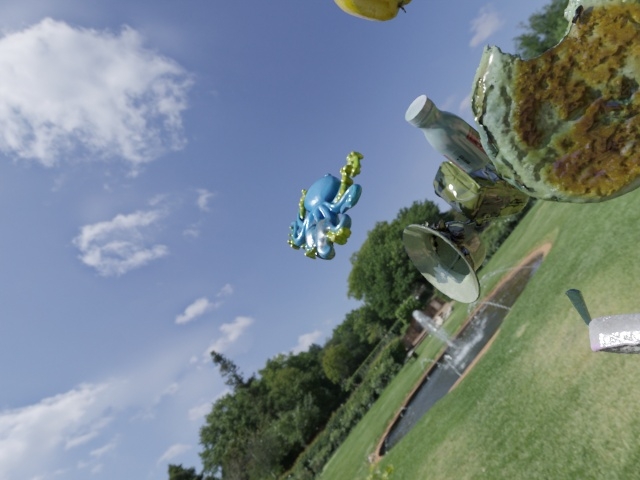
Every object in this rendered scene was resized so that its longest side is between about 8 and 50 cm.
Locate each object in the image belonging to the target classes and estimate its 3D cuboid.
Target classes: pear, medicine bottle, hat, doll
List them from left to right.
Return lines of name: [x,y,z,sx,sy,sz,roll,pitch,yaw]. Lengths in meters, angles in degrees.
doll: [0.024,-0.086,1.212,0.346,0.098,0.342,-39,39,41]
pear: [0.176,-0.951,1.453,0.285,0.335,0.285,-56,-21,-34]
medicine bottle: [0.299,-0.248,0.950,0.090,0.216,0.091,-47,25,30]
hat: [0.352,0.026,1.072,0.130,0.257,0.257,-38,-20,-15]

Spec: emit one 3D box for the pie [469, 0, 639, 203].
pie: [0.371,-0.195,0.579,0.303,0.302,0.067,-61,-7,29]

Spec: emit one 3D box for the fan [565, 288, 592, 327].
fan: [0.696,0.202,1.066,0.016,0.193,0.038,-43,17,-27]

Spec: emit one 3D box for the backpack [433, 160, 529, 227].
backpack: [0.450,-0.136,1.136,0.253,0.207,0.140,-2,-49,-26]

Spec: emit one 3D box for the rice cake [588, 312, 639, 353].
rice cake: [0.641,0.149,0.655,0.399,0.064,0.070,-27,40,60]

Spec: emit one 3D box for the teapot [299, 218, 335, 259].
teapot: [0.004,-0.010,1.336,0.108,0.149,0.111,23,-82,-37]
